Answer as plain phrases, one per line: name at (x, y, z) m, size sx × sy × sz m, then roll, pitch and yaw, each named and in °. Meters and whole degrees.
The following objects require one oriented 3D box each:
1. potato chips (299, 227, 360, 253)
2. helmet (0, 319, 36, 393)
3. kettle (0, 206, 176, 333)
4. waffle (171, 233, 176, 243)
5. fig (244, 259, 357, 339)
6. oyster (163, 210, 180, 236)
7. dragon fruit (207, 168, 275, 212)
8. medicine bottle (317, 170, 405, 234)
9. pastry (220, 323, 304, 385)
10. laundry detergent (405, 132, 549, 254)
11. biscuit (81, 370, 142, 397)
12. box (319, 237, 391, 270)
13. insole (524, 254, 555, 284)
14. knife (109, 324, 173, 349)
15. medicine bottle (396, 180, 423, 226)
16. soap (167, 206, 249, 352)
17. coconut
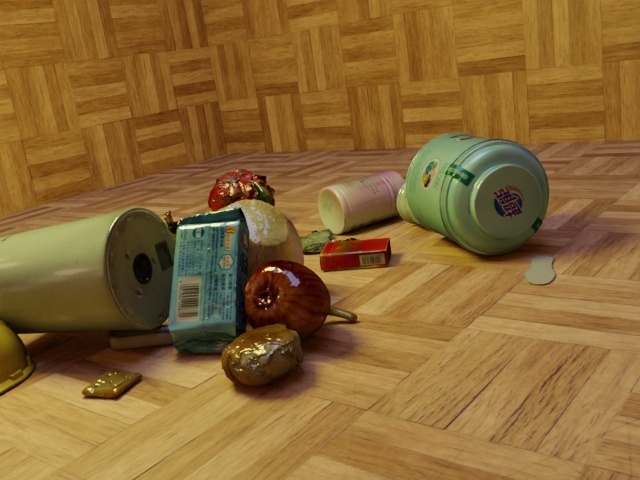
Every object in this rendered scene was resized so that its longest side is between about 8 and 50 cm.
potato chips at (0.001, 0.004, 2.037) m, size 0.220 × 0.029 × 0.202 m, roll 4°, pitch 19°, yaw 46°
helmet at (-0.694, 0.226, 1.377) m, size 0.205 × 0.140 × 0.257 m, roll -4°, pitch 13°, yaw 16°
kettle at (-0.508, 0.057, 1.531) m, size 0.376 × 0.250 × 0.361 m, roll -8°, pitch 21°, yaw 21°
waffle at (-0.481, 0.025, 1.860) m, size 0.317 × 0.297 × 0.073 m, roll -7°, pitch 57°, yaw 37°
fig at (-0.048, 0.127, 1.395) m, size 0.175 × 0.175 × 0.207 m, roll 1°, pitch -8°, yaw 32°
oyster at (-0.386, 0.000, 1.983) m, size 0.096 × 0.221 × 0.361 m, roll -56°, pitch 25°, yaw -15°
dragon fruit at (-0.285, -0.114, 2.346) m, size 0.293 × 0.234 × 0.234 m, roll -36°, pitch -2°, yaw 34°
medicine bottle at (0.136, -0.121, 2.175) m, size 0.254 × 0.152 × 0.152 m, roll -16°, pitch 17°, yaw -30°
pastry at (-0.103, 0.203, 1.241) m, size 0.153 × 0.081 × 0.153 m, roll -9°, pitch 19°, yaw 3°
laundry detergent at (0.402, -0.120, 1.774) m, size 0.287 × 0.287 × 0.305 m, roll -12°, pitch 15°, yaw -12°
biscuit at (-0.384, 0.264, 1.287) m, size 0.081 × 0.018 × 0.083 m, roll -2°, pitch 16°, yaw 23°
box at (0.092, 0.037, 1.813) m, size 0.175 × 0.048 × 0.112 m, roll -4°, pitch 17°, yaw 13°
insole at (0.496, 0.065, 1.576) m, size 0.065 × 0.004 × 0.197 m, roll -3°, pitch 16°, yaw 20°
knife at (-0.314, 0.192, 1.473) m, size 0.265 × 0.041 × 0.073 m, roll -7°, pitch 12°, yaw 6°
medicine bottle at (0.317, -0.112, 2.053) m, size 0.147 × 0.147 × 0.143 m, roll -15°, pitch 15°, yaw -24°
soap at (-0.225, 0.083, 1.418) m, size 0.156 × 0.293 × 0.077 m, roll -3°, pitch -22°, yaw 12°
coconut at (-0.166, 0.042, 1.597) m, size 0.259 × 0.259 × 0.259 m, roll -8°, pitch 15°, yaw 2°
